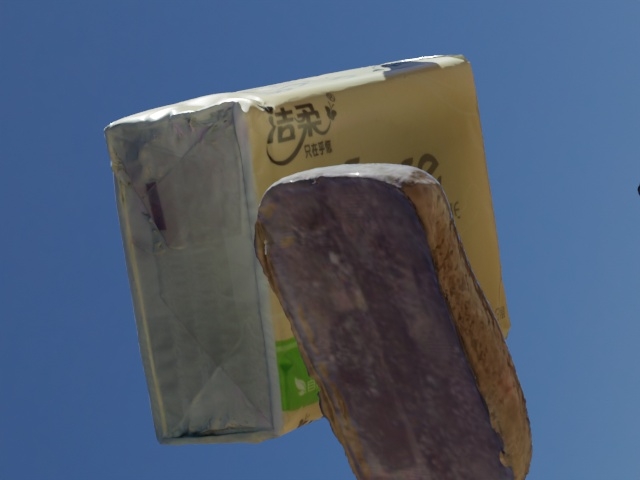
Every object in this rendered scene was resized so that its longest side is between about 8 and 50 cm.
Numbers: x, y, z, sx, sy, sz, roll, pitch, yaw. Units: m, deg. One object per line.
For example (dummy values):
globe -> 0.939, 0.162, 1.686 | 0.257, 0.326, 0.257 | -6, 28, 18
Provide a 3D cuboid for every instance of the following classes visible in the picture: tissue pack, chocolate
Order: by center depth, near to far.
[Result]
chocolate -> 0.070, 0.069, 1.541 | 0.100, 0.185, 0.303 | -39, -64, -36
tissue pack -> 0.000, 0.000, 2.000 | 0.405, 0.205, 0.332 | -17, -80, -52

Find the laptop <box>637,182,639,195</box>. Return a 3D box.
laptop -> 0.327, -0.044, 1.364 | 0.129, 0.180, 0.016 | -59, 13, 25
